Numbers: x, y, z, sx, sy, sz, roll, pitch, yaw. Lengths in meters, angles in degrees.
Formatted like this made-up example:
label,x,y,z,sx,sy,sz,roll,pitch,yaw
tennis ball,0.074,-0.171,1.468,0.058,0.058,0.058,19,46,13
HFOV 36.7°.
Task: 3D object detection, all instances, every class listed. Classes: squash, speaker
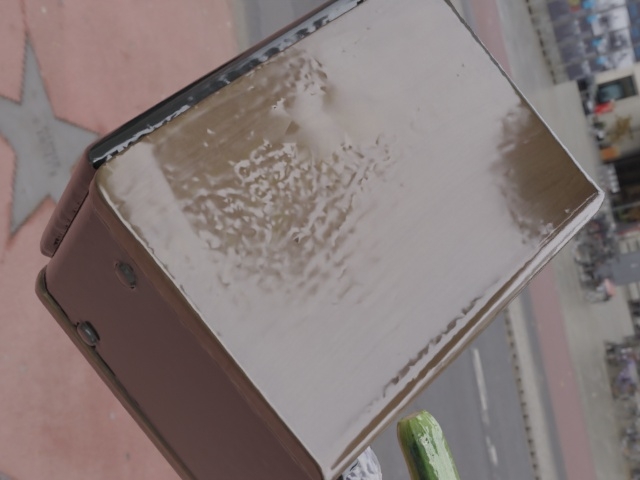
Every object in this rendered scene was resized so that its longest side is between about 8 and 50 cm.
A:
label,x,y,z,sx,sy,sz,roll,pitch,yaw
squash,0.154,0.332,1.236,0.066,0.066,0.229,-6,77,-72
speaker,0.000,0.000,0.505,0.231,0.153,0.192,-39,89,-32

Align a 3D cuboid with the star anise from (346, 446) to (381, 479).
label,x,y,z,sx,sy,sz,roll,pitch,yaw
star anise,0.005,0.315,1.069,0.236,0.093,0.229,47,66,-82
